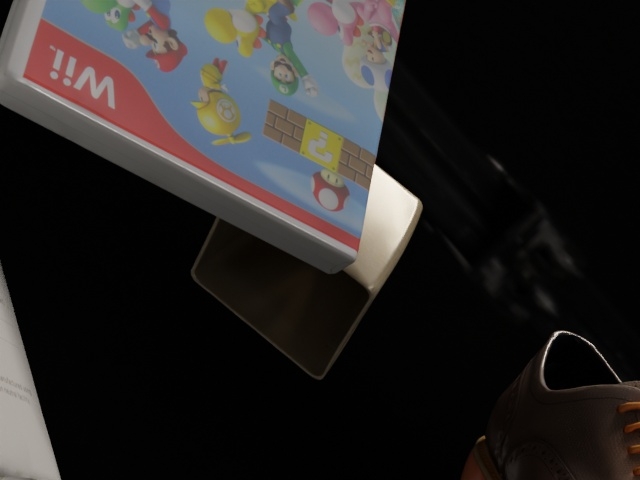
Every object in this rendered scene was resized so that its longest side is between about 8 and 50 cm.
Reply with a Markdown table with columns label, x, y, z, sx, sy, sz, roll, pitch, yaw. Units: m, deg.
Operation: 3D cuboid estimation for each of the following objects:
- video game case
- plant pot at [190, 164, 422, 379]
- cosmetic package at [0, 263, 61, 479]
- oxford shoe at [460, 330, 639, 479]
| label | x | y | z | sx | sy | sz | roll | pitch | yaw |
| --- | --- | --- | --- | --- | --- | --- | --- | --- | --- |
| video game case | -0.045 | -0.146 | 1.017 | 0.204 | 0.285 | 0.025 | 28 | -35 | -24 |
| plant pot | 0.000 | 0.000 | 1.231 | 0.109 | 0.096 | 0.109 | 38 | -38 | 7 |
| cosmetic package | -0.270 | -0.035 | 0.874 | 0.197 | 0.155 | 0.365 | -20 | -108 | 9 |
| oxford shoe | 0.181 | 0.157 | 1.178 | 0.130 | 0.363 | 0.133 | 14 | -78 | -21 |
